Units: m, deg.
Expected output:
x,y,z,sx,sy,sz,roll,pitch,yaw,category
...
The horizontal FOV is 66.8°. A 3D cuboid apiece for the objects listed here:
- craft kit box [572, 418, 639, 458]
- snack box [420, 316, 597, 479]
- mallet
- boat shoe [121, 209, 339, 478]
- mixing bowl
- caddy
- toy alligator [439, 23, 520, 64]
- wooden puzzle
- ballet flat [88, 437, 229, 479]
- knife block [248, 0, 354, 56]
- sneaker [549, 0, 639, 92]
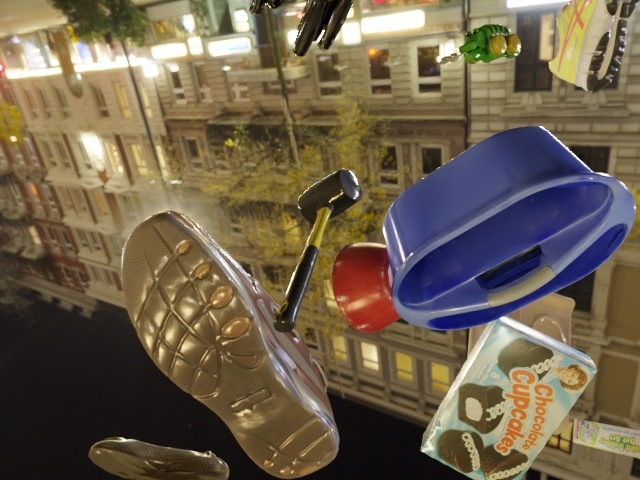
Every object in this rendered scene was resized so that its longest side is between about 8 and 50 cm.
x,y,z,sx,sy,sz,roll,pitch,yaw,category
0.681,0.408,0.935,0.247,0.061,0.250,14,165,-16,craft kit box
0.347,0.316,0.928,0.187,0.321,0.060,25,-160,10,snack box
0.000,0.000,0.428,0.062,0.039,0.189,-33,-155,28,mallet
-0.088,0.107,0.520,0.123,0.324,0.116,-24,-161,13,boat shoe
0.120,0.080,0.915,0.098,0.181,0.181,-18,-168,46,mixing bowl
0.252,0.006,0.691,0.341,0.241,0.179,-33,-136,22,caddy
0.240,-0.297,0.727,0.190,0.051,0.056,-18,-170,-35,toy alligator
0.490,0.285,1.221,0.322,0.347,0.080,17,167,-19,wooden puzzle
-0.288,0.399,0.886,0.250,0.084,0.058,16,-144,-12,ballet flat
0.026,-0.311,0.494,0.276,0.242,0.088,12,-134,38,knife block
0.360,-0.312,0.645,0.082,0.208,0.094,-4,-153,-27,sneaker
